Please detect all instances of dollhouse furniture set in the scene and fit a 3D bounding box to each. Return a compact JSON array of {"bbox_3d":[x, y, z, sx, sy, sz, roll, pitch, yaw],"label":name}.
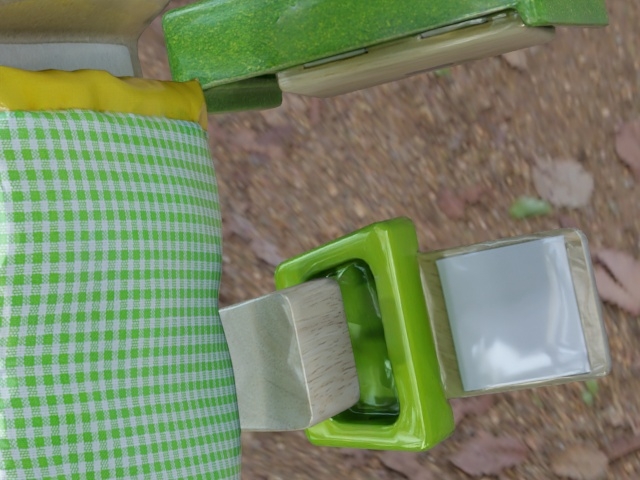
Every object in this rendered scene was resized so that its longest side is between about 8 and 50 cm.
[{"bbox_3d":[0.000,0.000,0.619,0.151,0.301,0.197,-11,92,24],"label":"dollhouse furniture set"}]
